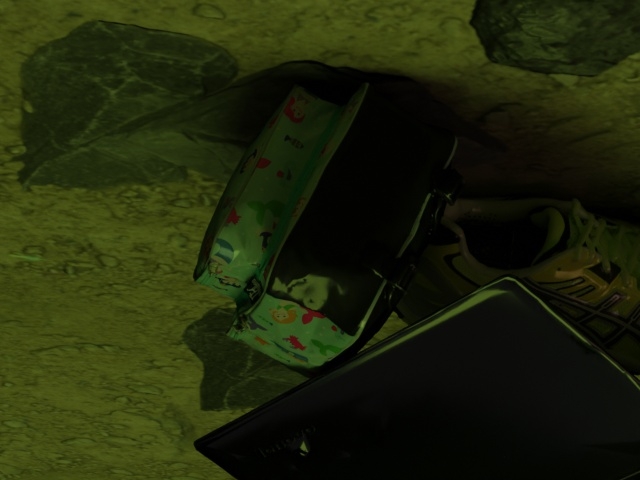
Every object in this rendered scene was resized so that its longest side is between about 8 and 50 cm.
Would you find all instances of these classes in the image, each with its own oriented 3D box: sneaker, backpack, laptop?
[{"bbox_3d":[0.256,0.036,1.715,0.385,0.145,0.147,3,152,-9],"label":"sneaker"},{"bbox_3d":[0.000,0.000,1.565,0.191,0.225,0.253,25,159,4],"label":"backpack"},{"bbox_3d":[0.171,0.150,1.685,0.382,0.236,0.408,-30,180,34],"label":"laptop"}]
